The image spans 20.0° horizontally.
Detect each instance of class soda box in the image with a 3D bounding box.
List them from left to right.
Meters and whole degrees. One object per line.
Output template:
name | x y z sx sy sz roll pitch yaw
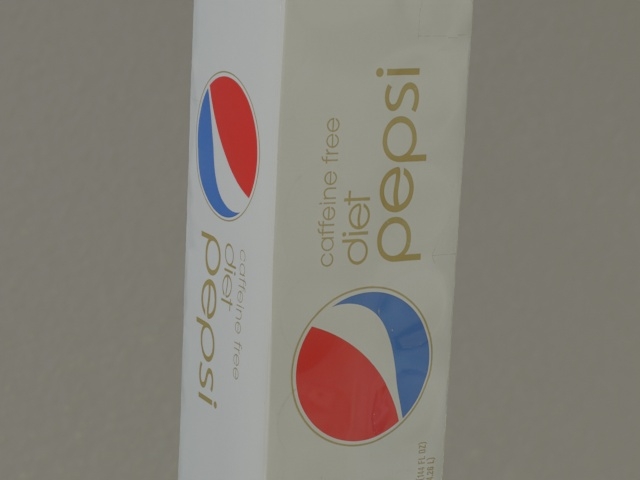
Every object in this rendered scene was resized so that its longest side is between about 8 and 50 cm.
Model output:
soda box | 0.000 0.000 0.618 0.074 0.216 0.069 -4 -166 -29
